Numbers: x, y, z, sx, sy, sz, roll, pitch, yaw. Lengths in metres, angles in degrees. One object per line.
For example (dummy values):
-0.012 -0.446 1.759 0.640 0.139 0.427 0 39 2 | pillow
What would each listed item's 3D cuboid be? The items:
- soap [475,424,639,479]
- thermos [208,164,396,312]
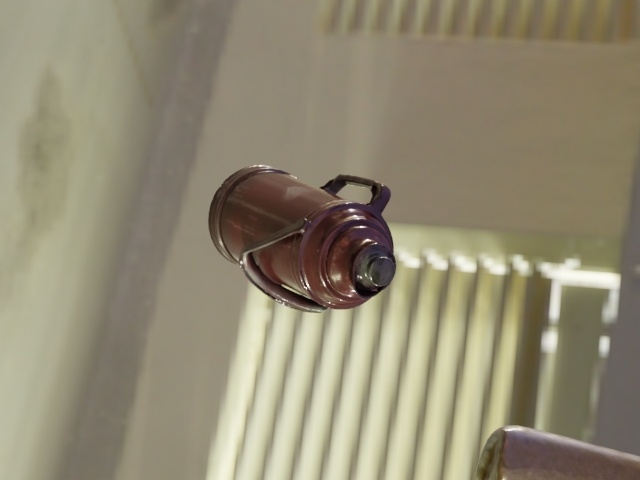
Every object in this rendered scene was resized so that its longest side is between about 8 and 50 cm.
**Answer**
0.227 0.302 1.195 0.156 0.335 0.293 -87 -164 -68 | soap
-0.002 -0.003 1.556 0.099 0.232 0.124 38 82 -29 | thermos
